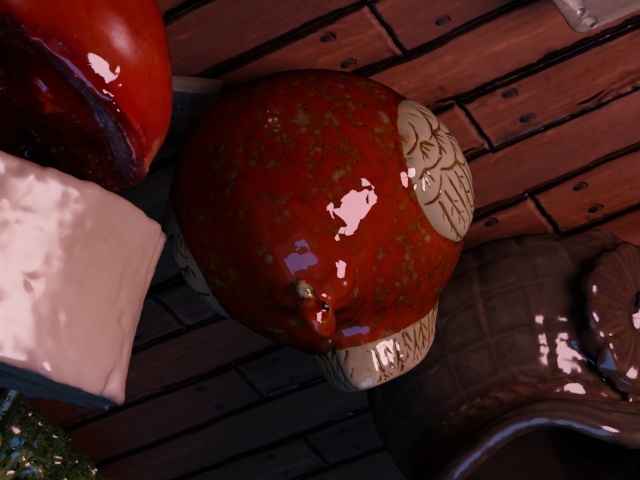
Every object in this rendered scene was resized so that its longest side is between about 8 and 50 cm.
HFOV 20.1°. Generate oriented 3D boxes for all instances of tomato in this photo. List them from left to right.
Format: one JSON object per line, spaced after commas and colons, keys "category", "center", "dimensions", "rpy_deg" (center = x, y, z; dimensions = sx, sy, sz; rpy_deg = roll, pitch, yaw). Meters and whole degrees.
{"category": "tomato", "center": [-0.191, -0.141, 1.302], "dimensions": [0.233, 0.140, 0.200], "rpy_deg": [7, 145, 45]}

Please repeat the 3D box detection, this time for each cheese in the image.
{"category": "cheese", "center": [-0.289, 0.016, 1.353], "dimensions": [0.292, 0.153, 0.332], "rpy_deg": [22, 166, -38]}

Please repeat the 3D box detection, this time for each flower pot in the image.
{"category": "flower pot", "center": [0.196, 0.133, 1.522], "dimensions": [0.301, 0.213, 0.302], "rpy_deg": [-8, 146, -5]}

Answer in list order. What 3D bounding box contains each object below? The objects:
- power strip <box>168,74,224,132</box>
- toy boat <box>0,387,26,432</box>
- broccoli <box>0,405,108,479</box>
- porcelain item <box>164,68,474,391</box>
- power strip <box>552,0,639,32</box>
{"category": "power strip", "center": [-0.142, -0.110, 1.421], "dimensions": [0.136, 0.019, 0.051], "rpy_deg": [6, 139, -7]}
{"category": "toy boat", "center": [-0.277, 0.073, 1.559], "dimensions": [0.104, 0.052, 0.210], "rpy_deg": [31, 107, -4]}
{"category": "broccoli", "center": [-0.332, 0.281, 1.673], "dimensions": [0.307, 0.275, 0.308], "rpy_deg": [-6, 115, -13]}
{"category": "porcelain item", "center": [0.000, 0.000, 1.386], "dimensions": [0.252, 0.253, 0.253], "rpy_deg": [0, 137, 0]}
{"category": "power strip", "center": [0.286, -0.240, 1.259], "dimensions": [0.288, 0.053, 0.093], "rpy_deg": [-23, 131, 22]}
